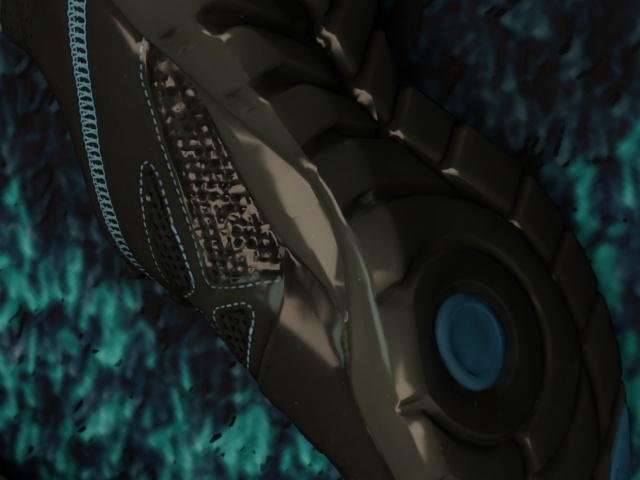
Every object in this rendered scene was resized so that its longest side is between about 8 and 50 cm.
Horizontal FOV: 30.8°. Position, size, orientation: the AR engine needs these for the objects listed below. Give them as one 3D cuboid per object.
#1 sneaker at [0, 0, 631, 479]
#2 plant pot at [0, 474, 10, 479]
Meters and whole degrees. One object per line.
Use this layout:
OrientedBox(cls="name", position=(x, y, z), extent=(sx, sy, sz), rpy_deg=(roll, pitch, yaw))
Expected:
OrientedBox(cls="sneaker", position=(0.000, 0.000, 0.451), extent=(0.139, 0.125, 0.341), rpy_deg=(-26, 93, 47))
OrientedBox(cls="plant pot", position=(-0.168, 0.218, 0.468), extent=(0.228, 0.227, 0.207), rpy_deg=(25, 98, 13))
